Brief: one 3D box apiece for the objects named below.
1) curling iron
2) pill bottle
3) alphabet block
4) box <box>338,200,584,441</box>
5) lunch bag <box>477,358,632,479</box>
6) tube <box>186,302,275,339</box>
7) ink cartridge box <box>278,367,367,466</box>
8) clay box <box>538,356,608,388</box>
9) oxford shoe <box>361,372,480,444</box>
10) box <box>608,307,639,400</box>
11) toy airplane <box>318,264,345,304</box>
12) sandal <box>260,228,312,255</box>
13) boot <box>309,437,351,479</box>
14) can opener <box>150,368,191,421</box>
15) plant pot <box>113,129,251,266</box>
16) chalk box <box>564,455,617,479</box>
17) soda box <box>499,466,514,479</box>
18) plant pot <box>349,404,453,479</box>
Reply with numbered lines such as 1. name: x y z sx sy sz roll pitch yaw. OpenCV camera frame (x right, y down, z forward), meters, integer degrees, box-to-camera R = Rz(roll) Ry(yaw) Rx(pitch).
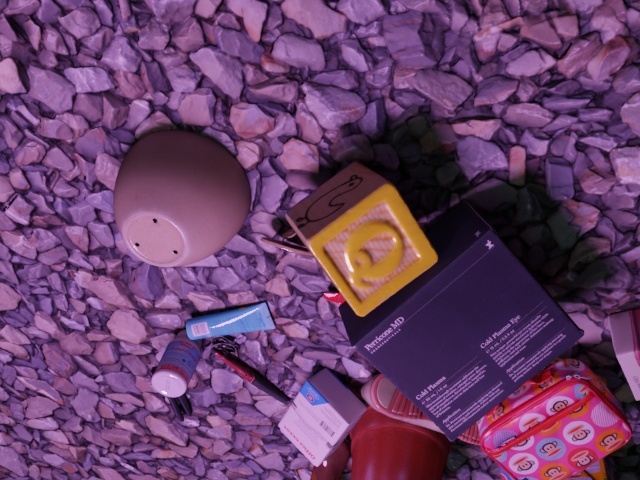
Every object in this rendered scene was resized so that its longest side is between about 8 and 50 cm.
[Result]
1. curling iron: -0.173 0.334 1.833 0.068 0.035 0.274 -29 115 30
2. pill bottle: -0.341 0.293 1.762 0.087 0.160 0.087 6 127 8
3. alphabet block: 0.073 -0.008 1.377 0.192 0.197 0.193 -38 113 -2
4. box: 0.271 0.158 1.443 0.343 0.179 0.312 -41 111 8
5. lunch bag: 0.497 0.394 1.602 0.293 0.120 0.258 -40 106 22
6. tube: -0.216 0.196 1.736 0.207 0.052 0.080 -10 128 13
7. ink cartridge box: 0.002 0.439 1.808 0.148 0.086 0.203 43 131 17
8. clay box: 0.521 0.325 1.658 0.222 0.053 0.127 24 126 -7
9. oxford shoe: 0.287 0.391 1.739 0.397 0.140 0.146 21 164 -12
10. box: 0.730 0.213 1.482 0.232 0.126 0.148 -20 120 25
11. toy airplane: 0.055 0.093 1.608 0.151 0.028 0.151 6 127 9
12. sandal: 0.000 -0.001 1.535 0.240 0.088 0.079 18 95 1
13. boot: -0.001 0.673 1.890 0.096 0.280 0.264 21 128 -4
14. can opener: -0.388 0.411 1.936 0.059 0.073 0.186 -33 124 -12
15. plant pot: -0.303 -0.056 1.477 0.284 0.191 0.284 7 127 9
16. chalk box: 0.639 0.640 1.787 0.180 0.179 0.288 -16 121 24
17. soda box: 0.493 0.581 1.847 0.071 0.067 0.210 -5 124 16
18. plant pot: 0.185 0.585 1.795 0.273 0.265 0.272 6 127 9
